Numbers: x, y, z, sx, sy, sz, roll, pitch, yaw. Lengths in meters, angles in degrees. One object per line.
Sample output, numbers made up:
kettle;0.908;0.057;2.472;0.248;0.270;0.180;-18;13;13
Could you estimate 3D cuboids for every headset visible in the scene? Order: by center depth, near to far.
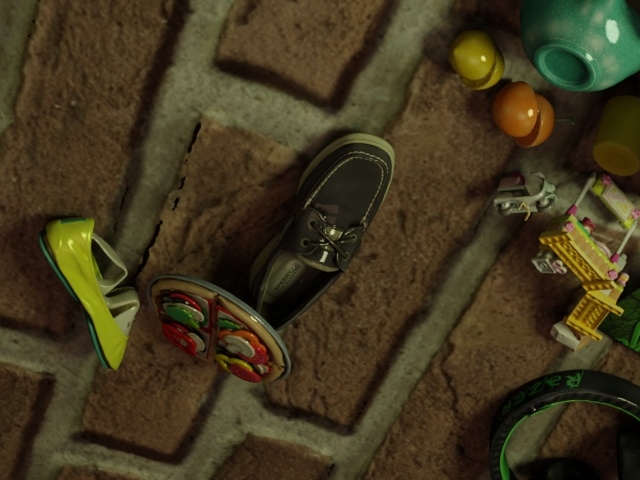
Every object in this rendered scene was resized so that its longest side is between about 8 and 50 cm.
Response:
headset;0.382;0.352;1.764;0.243;0.185;0.394;-29;113;24

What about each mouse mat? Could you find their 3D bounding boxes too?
mouse mat;0.430;0.101;1.601;0.152;0.007;0.190;31;147;-5

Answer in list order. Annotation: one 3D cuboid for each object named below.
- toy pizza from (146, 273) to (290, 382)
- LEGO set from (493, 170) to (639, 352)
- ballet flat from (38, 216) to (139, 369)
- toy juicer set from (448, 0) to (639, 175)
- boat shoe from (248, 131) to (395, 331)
toy pizza;-0.127;0.114;1.608;0.201;0.032;0.201;25;151;15
LEGO set;0.313;0.018;1.559;0.132;0.107;0.287;12;147;39
ballet flat;-0.261;0.063;1.608;0.077;0.077;0.231;-21;127;-3
toy juicer set;0.223;-0.207;1.327;0.209;0.089;0.329;14;150;31
boat shoe;0.000;0.000;1.528;0.103;0.092;0.285;22;129;-20
